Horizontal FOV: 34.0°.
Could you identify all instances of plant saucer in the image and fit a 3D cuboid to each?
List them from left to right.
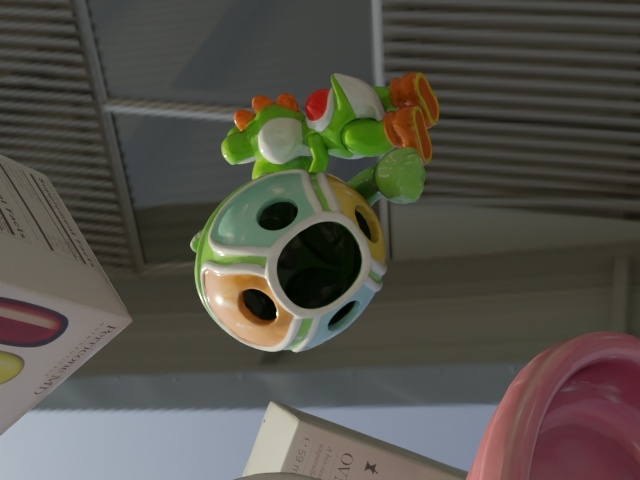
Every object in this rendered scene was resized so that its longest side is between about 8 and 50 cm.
[{"bbox_3d":[0.201,0.230,0.695,0.084,0.332,0.332,-25,-162,43],"label":"plant saucer"}]

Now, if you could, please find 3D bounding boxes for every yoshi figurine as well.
[{"bbox_3d":[0.018,-0.151,1.755,0.362,0.203,0.203,-8,173,22],"label":"yoshi figurine"}]

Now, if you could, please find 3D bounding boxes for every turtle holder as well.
[{"bbox_3d":[-0.002,0.020,1.395,0.320,0.244,0.227,-11,-176,-17],"label":"turtle holder"}]

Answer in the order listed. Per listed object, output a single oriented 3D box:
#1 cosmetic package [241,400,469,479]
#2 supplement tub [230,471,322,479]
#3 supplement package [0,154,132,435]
[{"bbox_3d":[0.029,0.295,0.958,0.224,0.224,0.138,22,175,-13],"label":"cosmetic package"},{"bbox_3d":[-0.001,0.219,0.494,0.144,0.200,0.144,-17,-140,15],"label":"supplement tub"},{"bbox_3d":[-0.246,0.017,0.589,0.139,0.244,0.134,-41,-116,10],"label":"supplement package"}]
